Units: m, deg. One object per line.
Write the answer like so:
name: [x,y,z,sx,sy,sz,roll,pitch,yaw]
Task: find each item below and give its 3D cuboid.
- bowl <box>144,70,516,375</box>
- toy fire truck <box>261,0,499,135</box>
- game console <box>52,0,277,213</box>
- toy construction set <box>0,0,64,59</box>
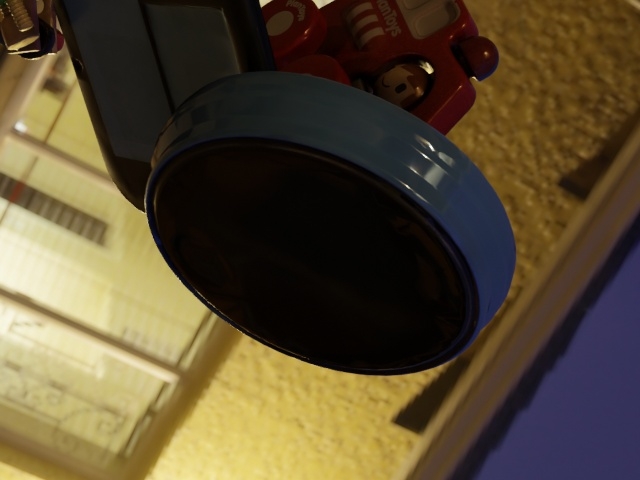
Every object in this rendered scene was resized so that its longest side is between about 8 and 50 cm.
bowl: [0.000,0.000,1.346,0.391,0.391,0.077,-41,-161,52]
toy fire truck: [0.068,-0.199,1.532,0.254,0.169,0.302,-30,-136,11]
game console: [-0.164,-0.183,1.445,0.060,0.386,0.342,-32,-149,-31]
toy construction set: [-0.338,-0.360,1.585,0.257,0.237,0.309,-25,-179,44]
